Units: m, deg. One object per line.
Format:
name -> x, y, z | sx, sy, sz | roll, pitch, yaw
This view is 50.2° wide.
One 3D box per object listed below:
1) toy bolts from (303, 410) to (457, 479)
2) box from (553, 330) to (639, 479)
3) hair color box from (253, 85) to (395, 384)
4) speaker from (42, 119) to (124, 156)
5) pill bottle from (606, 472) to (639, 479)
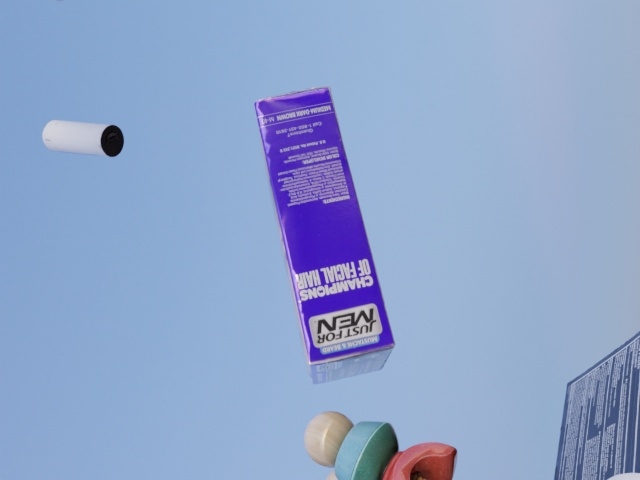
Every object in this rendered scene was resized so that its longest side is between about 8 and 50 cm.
toy bolts -> 0.038, 0.300, 0.749 | 0.218, 0.159, 0.228 | -38, -41, -42
box -> 0.519, 0.335, 1.079 | 0.294, 0.183, 0.296 | 104, -174, -58
hair color box -> 0.000, 0.000, 0.880 | 0.185, 0.110, 0.338 | 88, 168, -71
speaker -> -0.399, -0.172, 1.149 | 0.055, 0.136, 0.055 | -29, -57, -59
pill bottle -> 0.293, 0.325, 0.628 | 0.208, 0.118, 0.117 | -54, -39, -49
